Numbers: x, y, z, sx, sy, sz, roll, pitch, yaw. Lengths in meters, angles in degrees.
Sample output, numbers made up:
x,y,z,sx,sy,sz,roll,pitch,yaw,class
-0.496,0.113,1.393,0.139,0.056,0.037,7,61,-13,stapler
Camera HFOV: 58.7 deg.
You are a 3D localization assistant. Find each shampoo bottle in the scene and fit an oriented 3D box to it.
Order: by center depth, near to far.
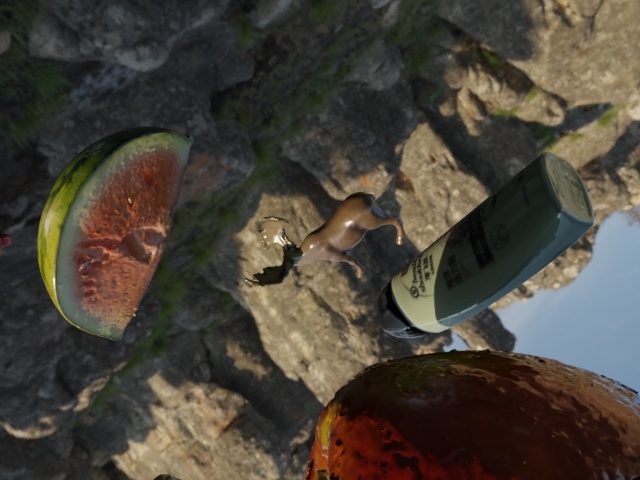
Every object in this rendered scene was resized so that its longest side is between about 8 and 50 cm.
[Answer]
x,y,z,sx,sy,sz,roll,pitch,yaw,class
0.205,0.038,0.787,0.359,0.078,0.134,-47,-146,44,shampoo bottle

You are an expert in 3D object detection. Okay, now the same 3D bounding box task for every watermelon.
x,y,z,sx,sy,sz,roll,pitch,yaw,class
-0.298,-0.023,0.735,0.159,0.128,0.303,7,106,-58,watermelon

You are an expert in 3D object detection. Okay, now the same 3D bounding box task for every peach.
x,y,z,sx,sy,sz,roll,pitch,yaw,class
0.189,0.268,0.565,0.353,0.416,0.339,-83,-178,-60,peach

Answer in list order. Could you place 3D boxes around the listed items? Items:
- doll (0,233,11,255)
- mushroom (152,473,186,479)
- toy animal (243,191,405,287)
x,y,z,sx,sy,sz,roll,pitch,yaw,class
-0.609,0.044,0.844,0.363,0.182,0.160,-44,138,-69,doll
-0.259,0.560,0.926,0.122,0.351,0.095,-16,137,-4,mushroom
0.000,0.000,0.853,0.214,0.094,0.186,-44,142,23,toy animal
